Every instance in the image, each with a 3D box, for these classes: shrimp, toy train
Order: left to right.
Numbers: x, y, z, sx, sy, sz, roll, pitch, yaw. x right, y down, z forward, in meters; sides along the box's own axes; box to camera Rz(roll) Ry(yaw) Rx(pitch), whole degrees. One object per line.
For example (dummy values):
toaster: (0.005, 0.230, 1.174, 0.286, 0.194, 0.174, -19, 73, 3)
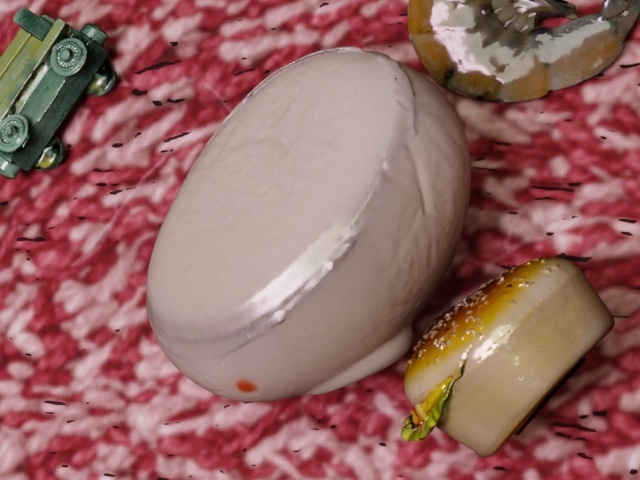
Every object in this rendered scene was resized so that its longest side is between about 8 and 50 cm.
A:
toy train: (-0.197, -0.103, 1.027, 0.081, 0.050, 0.122, 32, 88, 29)
shrimp: (0.144, -0.190, 0.952, 0.150, 0.051, 0.217, 21, 93, 15)

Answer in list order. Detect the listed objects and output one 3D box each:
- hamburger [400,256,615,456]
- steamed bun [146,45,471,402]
hamburger: (0.103, 0.067, 0.870, 0.081, 0.126, 0.141, 43, 114, 10)
steamed bun: (0.000, 0.000, 0.900, 0.177, 0.131, 0.228, 22, 74, 48)
